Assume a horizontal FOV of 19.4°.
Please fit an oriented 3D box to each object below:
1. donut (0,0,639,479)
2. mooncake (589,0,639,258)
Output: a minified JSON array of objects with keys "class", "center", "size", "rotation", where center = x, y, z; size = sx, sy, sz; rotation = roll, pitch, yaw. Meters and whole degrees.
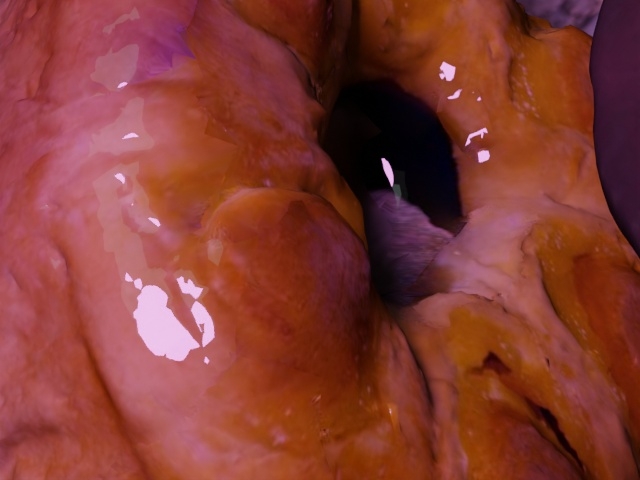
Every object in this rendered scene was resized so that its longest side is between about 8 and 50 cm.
[{"class":"donut","center":[0.000,0.000,0.655],"size":[0.150,0.299,0.317],"rotation":[-27,12,36]},{"class":"mooncake","center":[0.236,-0.053,0.631],"size":[0.283,0.141,0.283],"rotation":[-19,50,24]}]
